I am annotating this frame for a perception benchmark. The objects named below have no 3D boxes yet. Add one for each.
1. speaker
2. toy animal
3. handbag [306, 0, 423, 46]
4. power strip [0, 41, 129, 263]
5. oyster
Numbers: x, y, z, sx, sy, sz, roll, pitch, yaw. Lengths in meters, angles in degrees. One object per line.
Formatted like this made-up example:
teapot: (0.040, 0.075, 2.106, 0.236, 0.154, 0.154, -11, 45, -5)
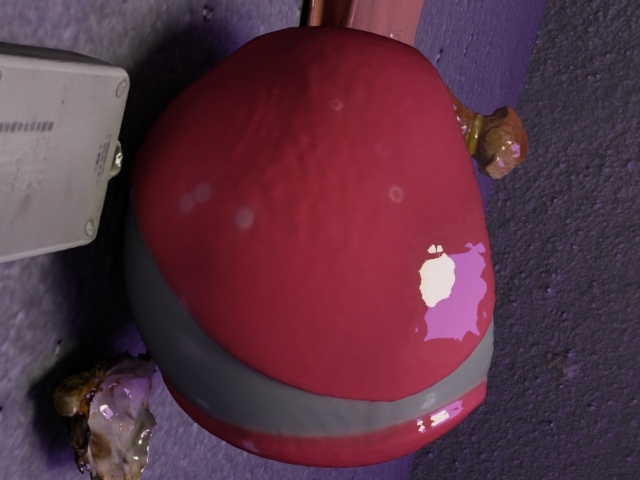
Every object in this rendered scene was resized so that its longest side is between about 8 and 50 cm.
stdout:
speaker: (0.000, 0.000, 0.604, 0.294, 0.294, 0.294, 19, 90, -74)
toy animal: (0.194, -0.167, 1.210, 0.104, 0.185, 0.184, -58, 160, -33)
handbag: (0.045, -0.223, 0.881, 0.212, 0.059, 0.157, -39, 144, -59)
power strip: (-0.188, -0.031, 0.347, 0.367, 0.043, 0.106, -20, 127, -70)
oyster: (-0.151, 0.119, 0.628, 0.148, 0.051, 0.103, 92, 9, -64)
